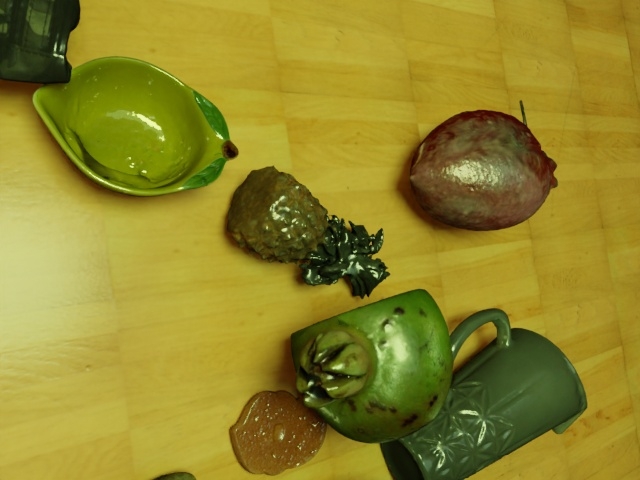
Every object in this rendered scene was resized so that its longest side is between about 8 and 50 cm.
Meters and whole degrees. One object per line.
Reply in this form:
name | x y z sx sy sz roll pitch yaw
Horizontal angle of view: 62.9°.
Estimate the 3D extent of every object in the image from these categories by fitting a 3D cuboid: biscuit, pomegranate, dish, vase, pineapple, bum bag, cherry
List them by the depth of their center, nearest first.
bum bag | -0.289 -0.301 0.516 0.144 0.095 0.340 6 75 -2
dish | -0.199 -0.111 0.570 0.208 0.080 0.148 15 72 -29
pomegranate | 0.069 0.150 0.604 0.190 0.241 0.159 -17 75 -5
biscuit | -0.050 0.236 0.652 0.130 0.019 0.102 1 83 -33
pineapple | 0.000 0.000 0.672 0.237 0.111 0.119 33 99 -34
vase | 0.230 0.240 0.764 0.301 0.156 0.251 -22 99 -27
cherry | 0.230 -0.104 0.788 0.250 0.175 0.192 -11 80 -32

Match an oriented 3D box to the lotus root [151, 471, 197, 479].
lotus root | -0.174 0.281 0.550 0.099 0.049 0.054 -15 93 -27
